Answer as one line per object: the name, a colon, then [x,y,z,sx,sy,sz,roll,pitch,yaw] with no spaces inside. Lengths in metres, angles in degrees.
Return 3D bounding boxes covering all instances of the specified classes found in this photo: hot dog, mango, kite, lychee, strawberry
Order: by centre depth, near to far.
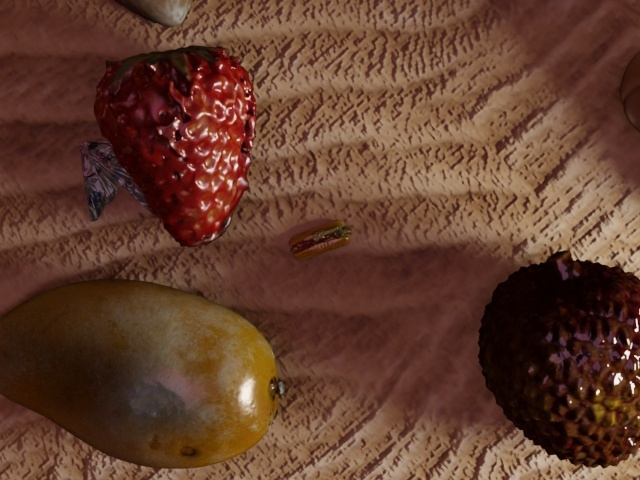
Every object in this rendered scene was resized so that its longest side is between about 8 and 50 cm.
lychee: [0.304,0.139,1.606,0.236,0.236,0.271,-18,112,8]
strawberry: [-0.161,-0.113,1.676,0.205,0.205,0.244,-9,103,8]
mango: [-0.231,0.160,1.688,0.384,0.199,0.221,7,95,9]
hot dog: [0.000,0.000,1.739,0.083,0.021,0.037,-23,91,9]
kite: [-0.254,-0.077,1.776,0.156,0.011,0.139,42,99,4]

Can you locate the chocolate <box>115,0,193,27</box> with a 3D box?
chocolate: [-0.191,-0.402,1.714,0.161,0.083,0.261,28,97,7]

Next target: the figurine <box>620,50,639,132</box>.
figurine: [0.565,-0.198,1.566,0.388,0.248,0.276,-36,85,-2]
